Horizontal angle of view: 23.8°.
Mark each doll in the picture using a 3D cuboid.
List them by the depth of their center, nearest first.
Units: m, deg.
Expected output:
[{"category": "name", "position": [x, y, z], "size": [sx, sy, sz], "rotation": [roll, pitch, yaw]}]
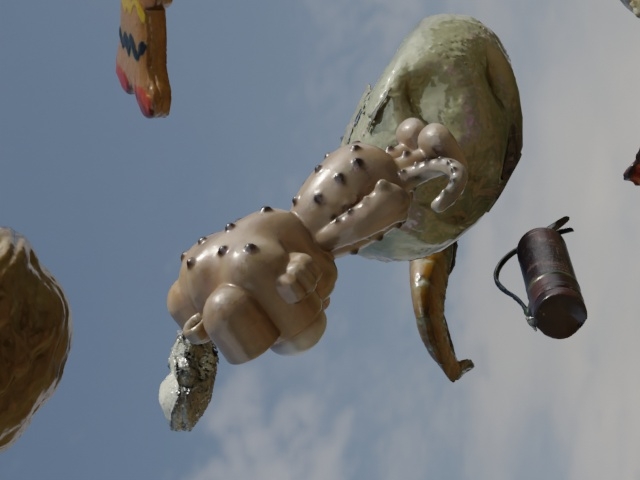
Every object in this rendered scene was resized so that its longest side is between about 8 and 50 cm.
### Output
[{"category": "doll", "position": [0.000, -0.001, 1.262], "size": [0.119, 0.278, 0.154], "rotation": [56, 177, -21]}]

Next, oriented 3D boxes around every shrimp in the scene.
[{"category": "shrimp", "position": [0.156, 0.062, 1.894], "size": [0.262, 0.051, 0.198], "rotation": [-80, -24, -47]}]

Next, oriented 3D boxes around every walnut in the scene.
[{"category": "walnut", "position": [-0.420, 0.108, 1.632], "size": [0.313, 0.277, 0.252], "rotation": [-56, -11, -29]}]

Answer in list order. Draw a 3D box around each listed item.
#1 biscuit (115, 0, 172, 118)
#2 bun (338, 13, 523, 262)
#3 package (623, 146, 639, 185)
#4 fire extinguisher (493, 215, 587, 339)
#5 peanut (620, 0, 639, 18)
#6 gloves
[{"category": "biscuit", "position": [-0.188, -0.259, 1.566], "size": [0.165, 0.036, 0.250], "rotation": [-136, 45, -58]}, {"category": "bun", "position": [0.108, -0.091, 1.532], "size": [0.272, 0.168, 0.273], "rotation": [-62, -1, -2]}, {"category": "package", "position": [0.212, -0.093, 0.644], "size": [0.022, 0.083, 0.200], "rotation": [-98, 30, -59]}, {"category": "fire extinguisher", "position": [0.183, 0.029, 1.271], "size": [0.157, 0.078, 0.045], "rotation": [-90, -25, -63]}, {"category": "peanut", "position": [0.304, -0.281, 1.326], "size": [0.140, 0.153, 0.325], "rotation": [33, -158, -30]}, {"category": "gloves", "position": [-0.172, 0.180, 2.023], "size": [0.153, 0.070, 0.114], "rotation": [-82, 10, -55]}]
